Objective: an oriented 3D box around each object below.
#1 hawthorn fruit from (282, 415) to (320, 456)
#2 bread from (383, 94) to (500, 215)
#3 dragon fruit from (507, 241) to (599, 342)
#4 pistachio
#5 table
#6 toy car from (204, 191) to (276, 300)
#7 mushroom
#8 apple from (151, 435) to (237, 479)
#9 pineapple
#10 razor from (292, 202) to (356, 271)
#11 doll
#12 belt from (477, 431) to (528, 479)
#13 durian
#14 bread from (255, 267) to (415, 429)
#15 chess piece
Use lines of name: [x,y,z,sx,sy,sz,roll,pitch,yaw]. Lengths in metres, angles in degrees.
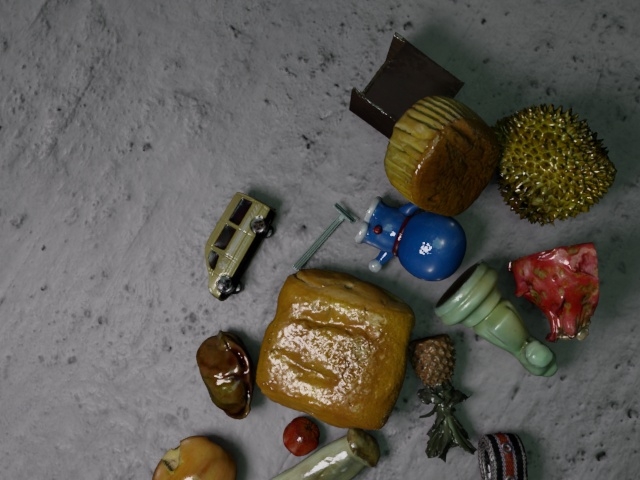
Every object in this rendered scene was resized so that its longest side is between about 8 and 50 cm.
hawthorn fruit: [-0.047,0.466,1.239,0.093,0.093,0.093,0,86,3]
bread: [0.258,-0.174,1.106,0.142,0.253,0.227,41,103,37]
dragon fruit: [0.501,0.118,1.130,0.134,0.262,0.211,-15,75,2]
pistachio: [-0.216,0.314,1.226,0.130,0.165,0.210,-9,70,-38]
table: [0.193,-0.336,1.237,0.193,0.172,0.169,36,88,1]
toy car: [-0.209,0.014,1.270,0.124,0.101,0.257,29,86,9]
mushroom: [-0.011,0.551,1.227,0.333,0.087,0.107,-36,97,6]
apple: [-0.286,0.542,1.204,0.199,0.199,0.199,0,86,3]
pineapple: [0.273,0.360,1.205,0.119,0.130,0.277,-17,83,42]
razor: [0.000,0.000,1.290,0.068,0.037,0.191,41,91,1]
doll: [0.212,-0.002,1.235,0.257,0.161,0.215,27,101,21]
belt: [0.421,0.618,1.180,0.094,0.126,0.359,-4,85,1]
durian: [0.499,-0.175,1.179,0.258,0.258,0.293,-34,80,0]
bread: [0.033,0.242,1.181,0.328,0.148,0.337,18,88,20]
chess piece: [0.416,0.199,1.184,0.298,0.176,0.176,42,89,4]
